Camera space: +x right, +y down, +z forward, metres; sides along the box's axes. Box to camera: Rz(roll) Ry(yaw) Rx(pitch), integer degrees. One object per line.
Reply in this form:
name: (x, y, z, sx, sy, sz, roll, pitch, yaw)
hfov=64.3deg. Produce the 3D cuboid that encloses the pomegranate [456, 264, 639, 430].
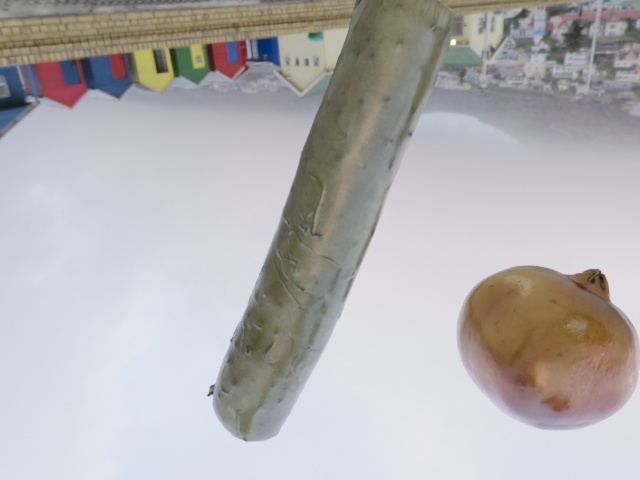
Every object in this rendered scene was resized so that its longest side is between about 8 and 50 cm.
pomegranate: (0.272, 0.129, 0.626, 0.209, 0.209, 0.209, -4, -156, 2)

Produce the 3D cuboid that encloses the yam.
yam: (0.000, 0.000, 0.402, 0.083, 0.371, 0.083, 21, -161, -8)
